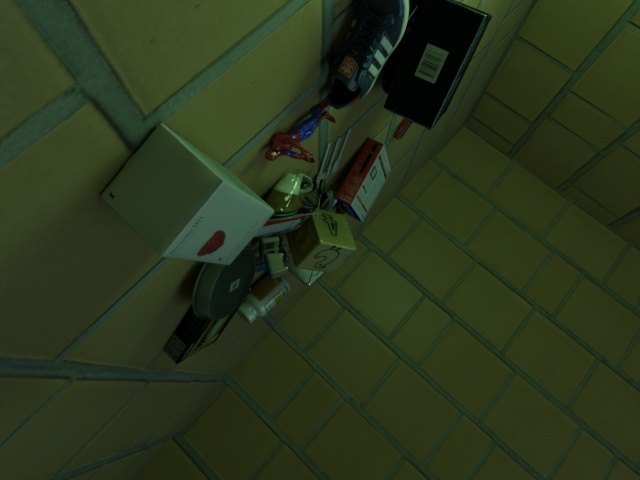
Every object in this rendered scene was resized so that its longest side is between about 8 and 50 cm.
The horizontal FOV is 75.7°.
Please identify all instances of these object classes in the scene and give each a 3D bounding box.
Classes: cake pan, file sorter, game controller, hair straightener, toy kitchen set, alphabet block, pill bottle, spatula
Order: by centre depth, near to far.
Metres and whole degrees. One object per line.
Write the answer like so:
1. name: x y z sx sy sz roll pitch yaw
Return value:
1. game controller: 0.263 -0.610 1.309 0.166 0.067 0.319 -47 168 -9
2. cake pan: -0.306 0.134 1.365 0.293 0.054 0.293 -56 159 -33
3. toy kitchen set: -0.200 0.098 1.487 0.122 0.166 0.207 -12 150 -14
4. spatula: 0.043 -0.305 1.564 0.168 0.019 0.242 -41 165 -33
5. alphabet block: 0.000 0.000 1.705 0.197 0.194 0.192 11 135 -37
6. pill bottle: -0.269 0.264 1.897 0.245 0.136 0.136 -43 166 -27
7. file sorter: -0.026 0.037 1.954 0.277 0.192 0.173 -42 163 -32
8. hair straightener: 0.442 -0.606 2.031 0.089 0.047 0.231 -30 153 -57

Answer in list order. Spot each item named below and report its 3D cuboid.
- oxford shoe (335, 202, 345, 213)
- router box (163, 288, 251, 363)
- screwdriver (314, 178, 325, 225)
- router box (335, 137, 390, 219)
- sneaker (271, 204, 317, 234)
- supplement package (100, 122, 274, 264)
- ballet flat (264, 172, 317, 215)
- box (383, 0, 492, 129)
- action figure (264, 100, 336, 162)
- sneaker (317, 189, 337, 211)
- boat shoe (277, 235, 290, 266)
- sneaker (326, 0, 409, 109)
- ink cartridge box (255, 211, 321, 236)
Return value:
1. oxford shoe: 0.176 -0.227 2.147 0.271 0.097 0.098 -35 180 -29
2. router box: -0.427 0.301 1.576 0.309 0.081 0.243 -54 167 20
3. screwdriver: -0.002 -0.136 1.461 0.024 0.025 0.170 52 42 -76
4. router box: 0.207 -0.266 1.899 0.301 0.082 0.335 -61 162 -3
5. sneaker: -0.109 -0.069 1.538 0.261 0.104 0.125 -36 164 -48
6. supplement package: -0.250 -0.073 0.850 0.178 0.175 0.293 -49 168 3
7. ballet flat: -0.086 -0.161 1.368 0.342 0.116 0.124 -22 130 -66
8. box: 0.383 -0.583 1.340 0.312 0.178 0.344 -46 161 -54
9. action figure: -0.026 -0.278 1.138 0.280 0.139 0.092 -40 164 -28
10. sneaker: -0.019 -0.120 1.786 0.229 0.086 0.132 -63 160 14
11. boat shoe: -0.174 0.069 1.723 0.089 0.109 0.258 -48 170 -22
12. sneaker: 0.100 -0.463 1.013 0.148 0.131 0.350 -48 169 -29
13. ink cartridge box: -0.133 -0.045 1.257 0.180 0.224 0.056 -15 101 -47
